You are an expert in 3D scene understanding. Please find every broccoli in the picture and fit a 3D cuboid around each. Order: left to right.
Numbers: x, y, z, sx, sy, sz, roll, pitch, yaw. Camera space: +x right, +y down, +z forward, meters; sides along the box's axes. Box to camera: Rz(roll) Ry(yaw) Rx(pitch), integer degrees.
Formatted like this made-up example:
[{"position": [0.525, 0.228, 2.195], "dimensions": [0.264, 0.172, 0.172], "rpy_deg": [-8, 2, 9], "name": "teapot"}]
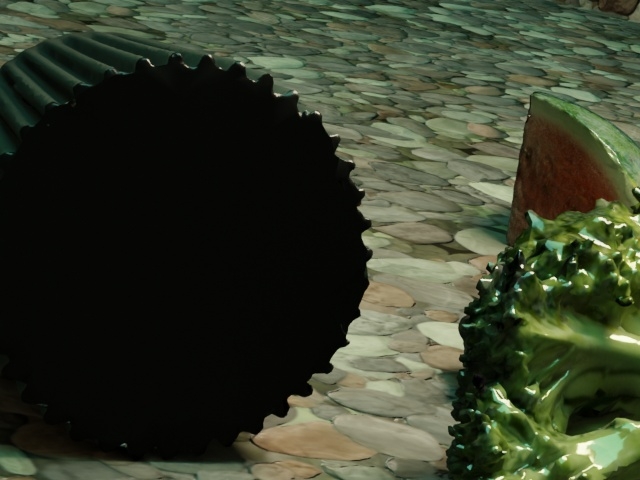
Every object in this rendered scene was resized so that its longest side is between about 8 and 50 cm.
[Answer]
[{"position": [0.293, 0.114, 1.385], "dimensions": [0.397, 0.275, 0.353], "rpy_deg": [4, 59, 5], "name": "broccoli"}]

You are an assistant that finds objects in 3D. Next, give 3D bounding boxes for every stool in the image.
[{"position": [-0.150, -0.024, 1.501], "dimensions": [0.297, 0.297, 0.330], "rpy_deg": [4, 13, -19], "name": "stool"}]

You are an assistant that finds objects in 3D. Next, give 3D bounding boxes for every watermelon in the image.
[{"position": [0.302, -0.045, 2.134], "dimensions": [0.260, 0.176, 0.256], "rpy_deg": [18, -21, 35], "name": "watermelon"}]

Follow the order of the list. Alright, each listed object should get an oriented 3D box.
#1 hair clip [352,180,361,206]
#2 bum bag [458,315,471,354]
[{"position": [-0.123, -0.013, 1.841], "dimensions": [0.330, 0.101, 0.085], "rpy_deg": [1, 21, -21], "name": "hair clip"}, {"position": [0.245, 0.094, 1.709], "dimensions": [0.326, 0.080, 0.142], "rpy_deg": [1, 24, -38], "name": "bum bag"}]
